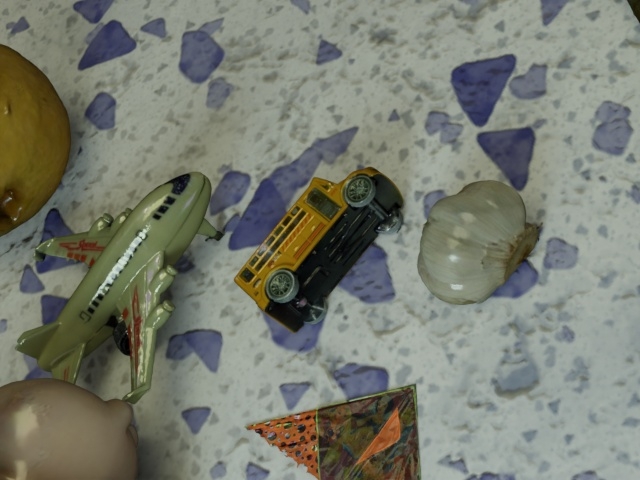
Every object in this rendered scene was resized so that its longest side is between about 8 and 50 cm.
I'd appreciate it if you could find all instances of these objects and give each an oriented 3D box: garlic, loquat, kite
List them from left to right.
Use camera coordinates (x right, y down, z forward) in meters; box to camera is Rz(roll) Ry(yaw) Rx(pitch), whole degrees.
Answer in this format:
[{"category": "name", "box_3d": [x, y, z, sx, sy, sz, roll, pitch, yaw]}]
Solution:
[{"category": "loquat", "box_3d": [-0.381, -0.109, 1.146, 0.238, 0.193, 0.238, -13, 64, 28]}, {"category": "kite", "box_3d": [0.042, 0.170, 0.906, 0.222, 0.008, 0.125, 34, 82, 35]}, {"category": "garlic", "box_3d": [0.123, -0.001, 0.907, 0.094, 0.074, 0.113, 30, 97, 25]}]

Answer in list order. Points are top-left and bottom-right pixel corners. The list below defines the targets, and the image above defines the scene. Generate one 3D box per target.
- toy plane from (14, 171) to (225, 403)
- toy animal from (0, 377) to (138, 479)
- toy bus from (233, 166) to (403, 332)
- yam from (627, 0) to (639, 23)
[{"category": "toy plane", "box_3d": [-0.189, 0.039, 1.027, 0.256, 0.104, 0.242, -43, 48, 1]}, {"category": "toy animal", "box_3d": [-0.248, 0.232, 0.903, 0.229, 0.210, 0.221, -14, 63, -19]}, {"category": "toy bus", "box_3d": [0.000, 0.000, 0.972, 0.162, 0.069, 0.074, -50, 53, -2]}, {"category": "yam", "box_3d": [0.318, -0.140, 0.879, 0.071, 0.067, 0.317, -20, 58, 7]}]
